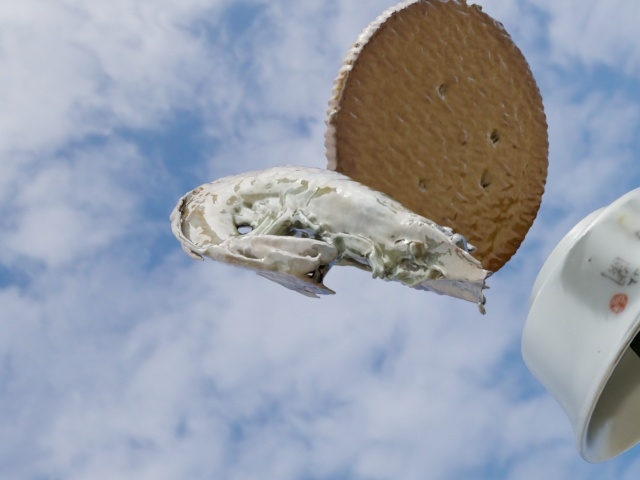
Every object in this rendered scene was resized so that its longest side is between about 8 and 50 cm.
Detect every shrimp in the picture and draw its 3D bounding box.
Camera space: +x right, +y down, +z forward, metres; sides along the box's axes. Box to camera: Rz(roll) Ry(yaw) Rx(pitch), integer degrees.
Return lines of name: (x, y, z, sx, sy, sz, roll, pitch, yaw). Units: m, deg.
shrimp: (0.000, 0.000, 0.627, 0.126, 0.223, 0.048, -21, -60, -38)

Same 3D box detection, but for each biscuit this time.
biscuit: (0.122, -0.097, 1.095, 0.305, 0.038, 0.305, -1, -89, -37)

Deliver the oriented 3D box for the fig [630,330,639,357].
fig: (0.387, 0.082, 1.241, 0.117, 0.177, 0.117, -4, -71, -13)

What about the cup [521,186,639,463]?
cup: (0.357, 0.072, 1.254, 0.347, 0.163, 0.347, -30, -38, -27)
